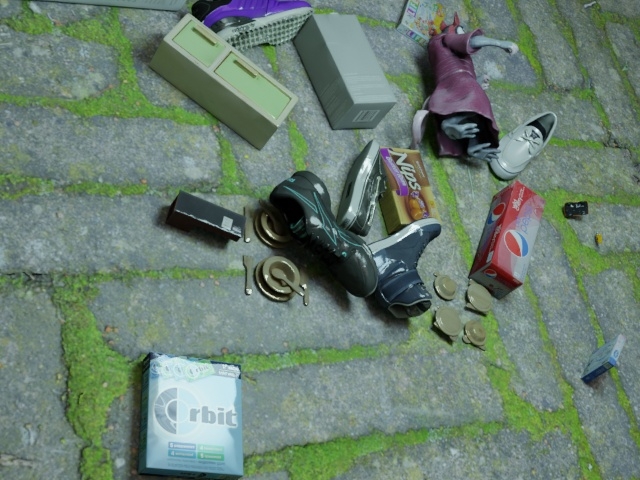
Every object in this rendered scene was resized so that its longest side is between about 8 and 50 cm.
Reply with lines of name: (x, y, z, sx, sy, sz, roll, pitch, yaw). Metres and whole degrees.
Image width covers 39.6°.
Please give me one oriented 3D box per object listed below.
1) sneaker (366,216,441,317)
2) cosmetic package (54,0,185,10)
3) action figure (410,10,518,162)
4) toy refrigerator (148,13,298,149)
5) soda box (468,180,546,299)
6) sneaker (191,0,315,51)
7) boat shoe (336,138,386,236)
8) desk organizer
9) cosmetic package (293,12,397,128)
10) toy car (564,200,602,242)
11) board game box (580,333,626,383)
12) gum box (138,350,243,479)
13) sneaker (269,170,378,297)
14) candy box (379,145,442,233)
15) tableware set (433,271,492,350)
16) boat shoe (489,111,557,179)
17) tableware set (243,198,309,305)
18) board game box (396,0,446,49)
sneaker: (0.183, 0.057, 1.719, 0.226, 0.086, 0.163, -27, 68, -31)
cosmetic package: (-0.467, -0.579, 1.659, 0.453, 0.161, 0.230, -4, 65, -34)
action figure: (0.299, -0.355, 2.029, 0.276, 0.248, 0.370, -7, 64, -6)
toy refrigerator: (-0.184, -0.308, 1.717, 0.269, 0.094, 0.102, 37, 49, -7)
soda box: (0.404, -0.006, 1.912, 0.092, 0.083, 0.263, 34, 50, -10)
sneaker: (-0.143, -0.481, 1.845, 0.293, 0.102, 0.146, -25, 77, -40)
boat shoe: (0.091, -0.104, 1.783, 0.070, 0.078, 0.219, 27, 59, -15)
desk organizer: (-0.201, -0.035, 1.565, 0.130, 0.050, 0.047, 23, 52, -19)
cosmetic package: (0.051, -0.363, 1.898, 0.127, 0.107, 0.238, -8, 64, -35)
toy car: (0.621, -0.042, 2.116, 0.040, 0.060, 0.122, -57, 124, -84)
board game box: (0.595, 0.249, 1.870, 0.020, 0.090, 0.090, 40, 49, 1)
gum box: (-0.199, 0.274, 1.381, 0.157, 0.041, 0.184, 13, 55, -26)
sneaker: (0.000, 0.000, 1.629, 0.267, 0.101, 0.106, 54, 39, 7)
candy box: (0.174, -0.102, 1.846, 0.109, 0.053, 0.186, 3, 62, -31)
tableware set: (0.286, 0.140, 1.789, 0.141, 0.020, 0.168, 25, 50, -20)
boat shoe: (0.482, -0.236, 2.103, 0.095, 0.084, 0.258, 44, 48, -2)
tableware set: (-0.075, 0.017, 1.621, 0.128, 0.039, 0.194, 12, 57, -26)
board game box: (0.249, -0.544, 2.184, 0.103, 0.026, 0.154, 29, 51, -14)
